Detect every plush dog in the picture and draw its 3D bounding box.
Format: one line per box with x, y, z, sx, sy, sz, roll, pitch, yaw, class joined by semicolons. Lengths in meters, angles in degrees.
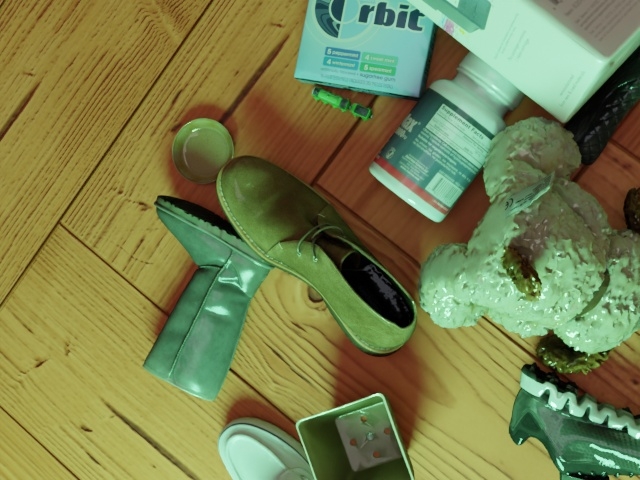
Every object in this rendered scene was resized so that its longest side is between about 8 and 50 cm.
0.264;0.031;0.984;0.225;0.210;0.262;21;106;-21;plush dog

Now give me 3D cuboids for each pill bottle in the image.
0.149;-0.121;1.050;0.108;0.108;0.180;39;98;11;pill bottle

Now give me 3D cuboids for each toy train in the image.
0.025;-0.168;1.124;0.083;0.023;0.017;25;95;13;toy train

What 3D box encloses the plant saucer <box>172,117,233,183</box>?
-0.148;-0.113;1.171;0.083;0.015;0.083;0;90;14;plant saucer

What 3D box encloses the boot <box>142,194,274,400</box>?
-0.166;0.070;1.151;0.189;0.076;0.209;31;103;12;boot

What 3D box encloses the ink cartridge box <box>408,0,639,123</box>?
0.201;-0.321;0.994;0.353;0.119;0.207;42;67;11;ink cartridge box

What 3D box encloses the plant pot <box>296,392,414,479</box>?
0.050;0.238;1.075;0.109;0.096;0.109;-21;85;14;plant pot

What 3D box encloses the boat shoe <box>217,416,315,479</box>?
-0.031;0.317;1.100;0.258;0.084;0.095;42;99;11;boat shoe

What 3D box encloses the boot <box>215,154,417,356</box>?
0.000;0.000;1.067;0.305;0.115;0.112;44;74;8;boot

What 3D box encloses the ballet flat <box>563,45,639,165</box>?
0.340;-0.161;1.041;0.049;0.057;0.173;36;102;-29;ballet flat

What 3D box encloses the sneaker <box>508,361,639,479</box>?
0.315;0.232;1.023;0.234;0.078;0.106;26;99;16;sneaker

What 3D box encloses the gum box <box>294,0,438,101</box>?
0.063;-0.271;1.107;0.156;0.041;0.185;11;93;14;gum box
